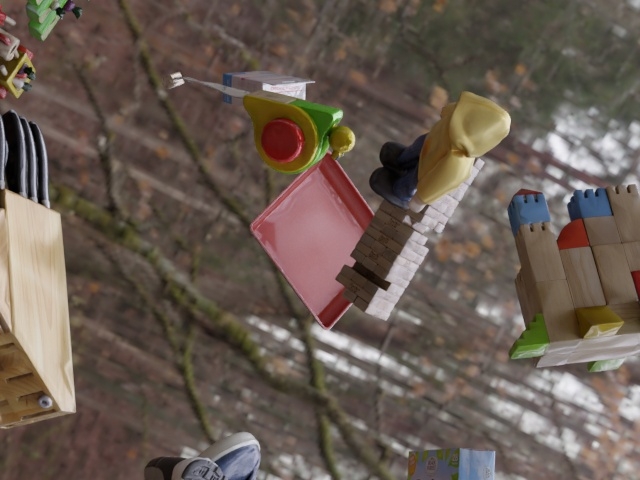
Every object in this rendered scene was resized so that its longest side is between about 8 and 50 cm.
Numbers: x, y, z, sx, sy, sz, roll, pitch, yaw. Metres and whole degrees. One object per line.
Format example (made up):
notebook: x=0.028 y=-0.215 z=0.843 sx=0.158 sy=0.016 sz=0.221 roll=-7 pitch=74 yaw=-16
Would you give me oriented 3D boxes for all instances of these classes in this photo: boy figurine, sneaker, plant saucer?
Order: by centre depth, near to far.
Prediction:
sneaker: x=-0.165 y=0.401 z=1.695 sx=0.108 sy=0.272 sz=0.100 roll=7 pitch=-144 yaw=38
boy figurine: x=0.168 y=-0.124 z=1.721 sx=0.177 sy=0.092 sz=0.285 roll=-67 pitch=-167 yaw=-20
sneaker: x=-0.133 y=0.434 z=1.816 sx=0.148 sy=0.131 sz=0.350 roll=50 pitch=-38 yaw=33
plant saucer: x=0.000 y=0.000 z=2.356 sx=0.047 sy=0.259 sz=0.258 roll=-16 pitch=-155 yaw=53

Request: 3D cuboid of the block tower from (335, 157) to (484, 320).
block tower: x=0.154 y=-0.027 z=2.174 sx=0.091 sy=0.097 sz=0.335 roll=35 pitch=-85 yaw=31

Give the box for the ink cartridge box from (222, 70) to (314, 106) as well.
ink cartridge box: x=-0.101 y=-0.291 z=2.391 sx=0.181 sy=0.104 sz=0.062 roll=20 pitch=-66 yaw=51

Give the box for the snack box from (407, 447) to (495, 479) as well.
snack box: x=0.203 y=0.422 z=1.947 sx=0.207 sy=0.070 sz=0.175 roll=153 pitch=-57 yaw=-68

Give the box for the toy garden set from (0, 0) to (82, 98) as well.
toy garden set: x=-0.326 y=-0.272 z=1.438 sx=0.204 sy=0.049 sz=0.244 roll=-59 pitch=-176 yaw=-12

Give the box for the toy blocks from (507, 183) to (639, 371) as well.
toy blocks: x=0.439 y=0.037 z=1.818 sx=0.191 sy=0.381 sz=0.261 roll=99 pitch=-16 yaw=-62

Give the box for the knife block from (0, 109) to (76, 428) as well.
knife block: x=-0.310 y=0.014 z=1.226 sx=0.088 sy=0.276 sz=0.242 roll=-15 pitch=-153 yaw=21

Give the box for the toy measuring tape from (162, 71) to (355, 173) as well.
toy measuring tape: x=-0.102 y=-0.177 z=1.916 sx=0.121 sy=0.330 sz=0.121 roll=15 pitch=90 yaw=-72
